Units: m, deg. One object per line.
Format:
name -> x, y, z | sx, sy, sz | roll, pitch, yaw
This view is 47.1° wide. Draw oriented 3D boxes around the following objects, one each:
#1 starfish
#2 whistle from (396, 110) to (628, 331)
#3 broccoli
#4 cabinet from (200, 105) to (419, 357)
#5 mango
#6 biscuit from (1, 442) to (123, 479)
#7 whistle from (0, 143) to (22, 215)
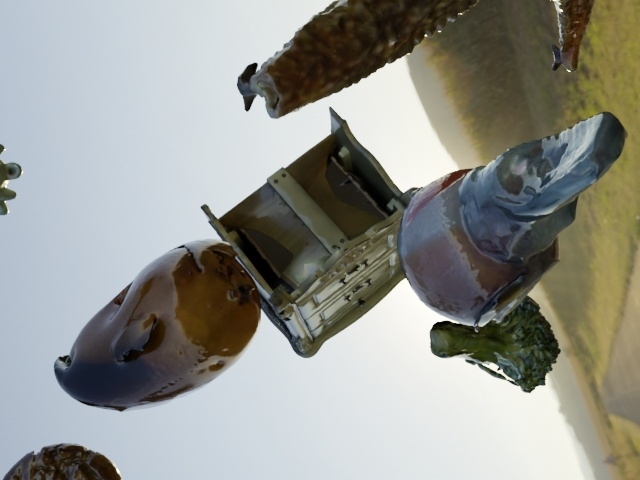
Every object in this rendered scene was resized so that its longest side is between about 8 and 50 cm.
starfish -> 0.123, -0.269, 0.488 | 0.383, 0.132, 0.398 | -5, -82, -51
whistle -> 0.186, -0.029, 0.769 | 0.348, 0.189, 0.189 | 118, 140, -59
broccoli -> 0.285, 0.166, 1.318 | 0.198, 0.274, 0.177 | -146, 68, -66
cabinet -> 0.000, 0.000, 1.232 | 0.227, 0.290, 0.318 | 50, 171, 19
mango -> -0.189, 0.109, 0.901 | 0.152, 0.287, 0.201 | 39, -141, -25
biscuit -> -0.416, 0.432, 1.158 | 0.042, 0.225, 0.226 | 85, 167, -75
whistle -> -0.466, -0.062, 0.843 | 0.092, 0.244, 0.110 | -114, 15, -74
